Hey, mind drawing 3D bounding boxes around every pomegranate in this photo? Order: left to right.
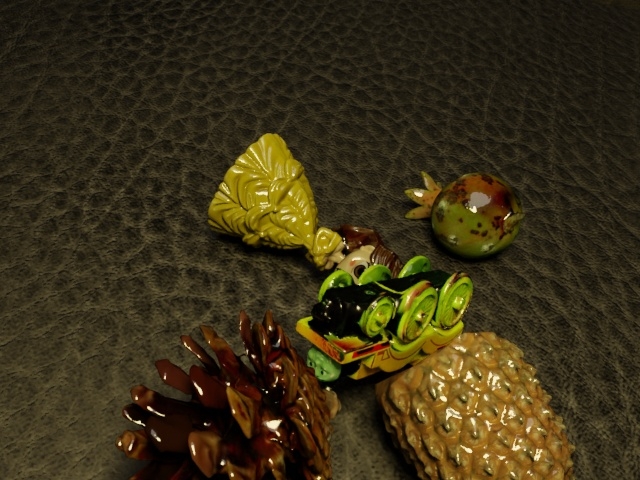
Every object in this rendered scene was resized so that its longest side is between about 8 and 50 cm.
[{"bbox_3d":[0.245,-0.060,1.174,0.156,0.156,0.220,-23,51,-29],"label":"pomegranate"}]

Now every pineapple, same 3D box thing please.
[{"bbox_3d":[0.219,0.287,0.802,0.202,0.202,0.362,-16,63,-24],"label":"pineapple"}]

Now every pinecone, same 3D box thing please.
[{"bbox_3d":[-0.102,0.219,0.761,0.264,0.264,0.264,5,44,-5],"label":"pinecone"}]

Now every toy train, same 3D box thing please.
[{"bbox_3d":[0.091,0.110,0.909,0.100,0.160,0.296,30,24,37],"label":"toy train"}]

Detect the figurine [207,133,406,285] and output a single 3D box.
[{"bbox_3d":[-0.002,0.001,1.063,0.315,0.168,0.187,38,93,15],"label":"figurine"}]
